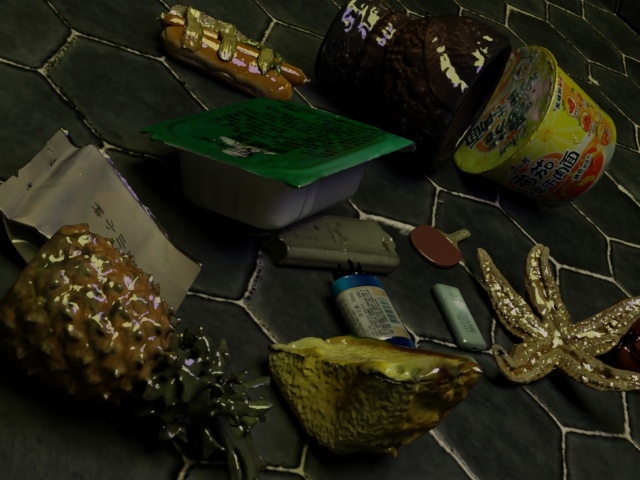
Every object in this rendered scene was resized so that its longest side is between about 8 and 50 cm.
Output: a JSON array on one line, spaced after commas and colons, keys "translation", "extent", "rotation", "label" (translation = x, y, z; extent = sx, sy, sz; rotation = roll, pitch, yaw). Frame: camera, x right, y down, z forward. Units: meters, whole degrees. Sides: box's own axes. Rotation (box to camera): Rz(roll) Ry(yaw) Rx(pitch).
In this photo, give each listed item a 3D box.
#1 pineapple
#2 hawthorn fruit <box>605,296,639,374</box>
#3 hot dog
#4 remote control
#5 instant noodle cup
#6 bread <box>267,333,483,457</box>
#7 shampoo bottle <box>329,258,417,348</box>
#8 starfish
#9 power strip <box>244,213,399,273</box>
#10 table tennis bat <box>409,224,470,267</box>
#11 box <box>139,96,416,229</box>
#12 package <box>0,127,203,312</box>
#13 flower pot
[{"translation": [-0.171, 0.133, 1.215], "extent": [0.340, 0.169, 0.169], "rotation": [39, 31, -11], "label": "pineapple"}, {"translation": [0.524, 0.152, 1.893], "extent": [0.138, 0.133, 0.133], "rotation": [-2, 48, -51], "label": "hawthorn fruit"}, {"translation": [-0.142, -0.298, 1.878], "extent": [0.269, 0.072, 0.109], "rotation": [22, 37, -21], "label": "hot dog"}, {"translation": [0.206, 0.113, 1.734], "extent": [0.053, 0.018, 0.124], "rotation": [11, 40, -34], "label": "remote control"}, {"translation": [0.396, -0.192, 2.119], "extent": [0.200, 0.264, 0.264], "rotation": [30, 31, -28], "label": "instant noodle cup"}, {"translation": [0.064, 0.191, 1.382], "extent": [0.251, 0.133, 0.174], "rotation": [4, 2, 42], "label": "bread"}, {"translation": [0.068, 0.103, 1.579], "extent": [0.087, 0.050, 0.183], "rotation": [4, 45, -38], "label": "shampoo bottle"}, {"translation": [0.361, 0.142, 1.771], "extent": [0.375, 0.094, 0.327], "rotation": [34, 43, 21], "label": "starfish"}, {"translation": [0.000, 0.000, 1.660], "extent": [0.268, 0.034, 0.092], "rotation": [6, 44, -41], "label": "power strip"}, {"translation": [0.198, 0.004, 1.878], "extent": [0.087, 0.013, 0.156], "rotation": [45, 34, 17], "label": "table tennis bat"}, {"translation": [-0.059, -0.103, 1.621], "extent": [0.264, 0.106, 0.336], "rotation": [20, 24, 26], "label": "box"}, {"translation": [-0.263, -0.004, 1.392], "extent": [0.251, 0.062, 0.204], "rotation": [45, 29, -12], "label": "package"}, {"translation": [0.149, -0.292, 1.998], "extent": [0.267, 0.267, 0.266], "rotation": [32, 30, 11], "label": "flower pot"}]
